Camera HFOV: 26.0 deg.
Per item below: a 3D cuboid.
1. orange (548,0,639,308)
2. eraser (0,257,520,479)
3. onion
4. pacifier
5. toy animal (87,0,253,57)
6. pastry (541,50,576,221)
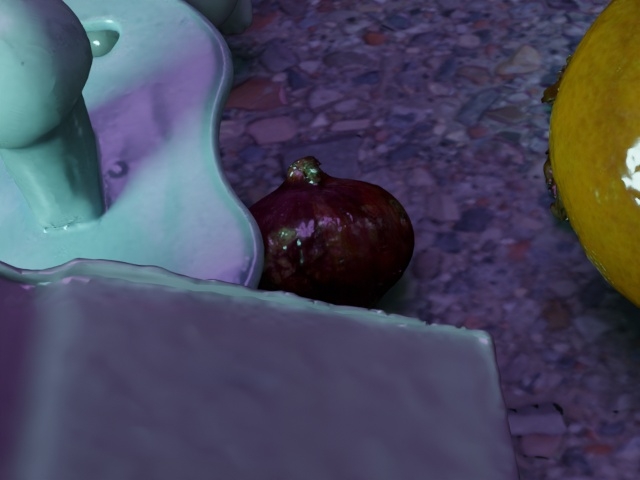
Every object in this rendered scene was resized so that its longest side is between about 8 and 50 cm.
[{"bbox_3d":[0.228,-0.053,0.722,0.224,0.170,0.224,0,79,-1],"label":"orange"},{"bbox_3d":[-0.049,0.175,0.527,0.272,0.122,0.359,10,40,-13],"label":"eraser"},{"bbox_3d":[0.000,0.000,0.787,0.107,0.097,0.107,-5,12,1],"label":"onion"},{"bbox_3d":[-0.157,-0.052,0.731,0.238,0.226,0.287,-7,59,0],"label":"pacifier"},{"bbox_3d":[-0.200,-0.139,0.940,0.325,0.154,0.208,-24,37,-9],"label":"toy animal"},{"bbox_3d":[0.180,-0.076,0.859,0.087,0.063,0.169,-4,42,11],"label":"pastry"}]
